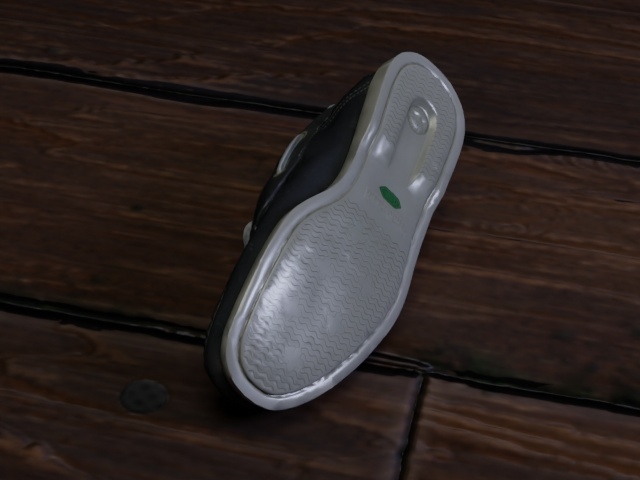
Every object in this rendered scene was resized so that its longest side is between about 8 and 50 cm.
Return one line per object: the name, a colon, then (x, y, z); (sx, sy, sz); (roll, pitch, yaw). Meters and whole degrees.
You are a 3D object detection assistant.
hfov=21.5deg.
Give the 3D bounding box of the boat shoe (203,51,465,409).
boat shoe: (0.000, 0.000, 0.855); (0.079, 0.084, 0.233); (-18, 32, 41)
